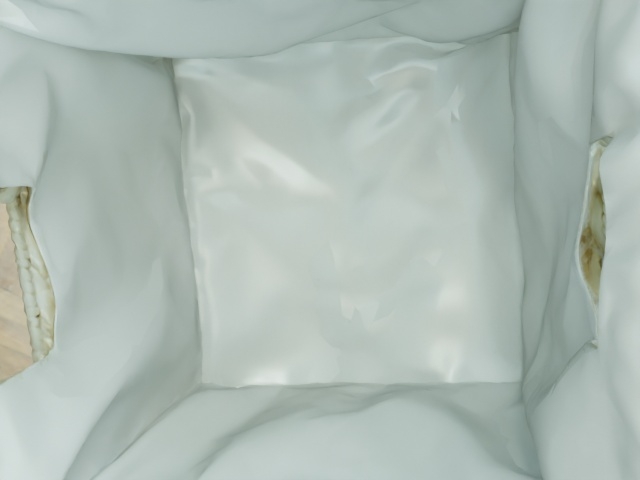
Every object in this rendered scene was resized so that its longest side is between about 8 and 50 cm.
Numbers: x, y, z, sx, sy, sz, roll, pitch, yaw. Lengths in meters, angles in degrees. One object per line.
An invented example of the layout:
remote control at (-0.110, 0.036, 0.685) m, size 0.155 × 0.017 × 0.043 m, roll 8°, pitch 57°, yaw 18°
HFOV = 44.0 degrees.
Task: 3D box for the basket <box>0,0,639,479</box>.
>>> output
basket at (0.000, 0.000, 0.437) m, size 0.266 × 0.332 × 0.328 m, roll -43°, pitch 128°, yaw -74°
